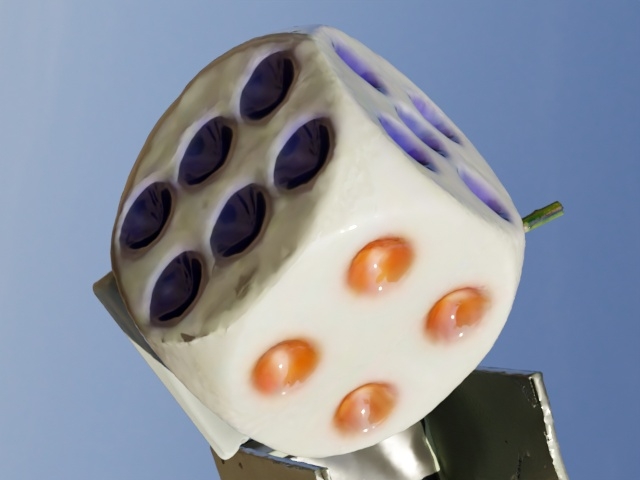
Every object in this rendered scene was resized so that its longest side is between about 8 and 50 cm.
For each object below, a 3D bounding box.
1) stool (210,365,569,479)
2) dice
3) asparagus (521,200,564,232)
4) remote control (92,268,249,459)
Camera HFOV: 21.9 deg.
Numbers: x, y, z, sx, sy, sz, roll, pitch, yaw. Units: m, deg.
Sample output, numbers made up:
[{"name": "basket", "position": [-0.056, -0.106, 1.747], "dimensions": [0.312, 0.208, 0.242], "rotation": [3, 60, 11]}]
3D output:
[{"name": "stool", "position": [0.068, 0.236, 1.575], "dimensions": [0.269, 0.243, 0.170], "rotation": [-4, -74, 66]}, {"name": "dice", "position": [0.000, 0.000, 1.353], "dimensions": [0.259, 0.251, 0.243], "rotation": [-45, -135, 15]}, {"name": "asparagus", "position": [0.160, -0.007, 1.461], "dimensions": [0.018, 0.127, 0.015], "rotation": [67, -21, 2]}, {"name": "remote control", "position": [-0.119, 0.098, 1.379], "dimensions": [0.027, 0.184, 0.050], "rotation": [-33, -175, 35]}]
